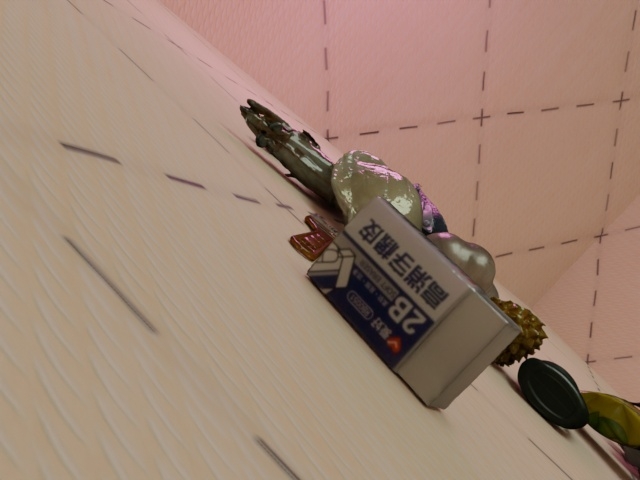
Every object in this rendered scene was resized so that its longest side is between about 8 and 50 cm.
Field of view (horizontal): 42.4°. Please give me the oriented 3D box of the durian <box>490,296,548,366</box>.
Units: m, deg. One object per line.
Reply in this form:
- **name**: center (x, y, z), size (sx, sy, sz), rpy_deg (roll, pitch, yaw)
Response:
- **durian**: center (0.290, 0.155, 1.432), size (0.224, 0.078, 0.140), rpy_deg (28, -32, -14)

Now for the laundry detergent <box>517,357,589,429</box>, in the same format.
- **laundry detergent**: center (0.415, 0.268, 1.452), size (0.144, 0.078, 0.222), rpy_deg (46, 7, 20)

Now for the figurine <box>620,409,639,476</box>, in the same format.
- **figurine**: center (0.692, 0.429, 1.684), size (0.176, 0.133, 0.236), rpy_deg (52, 6, 13)

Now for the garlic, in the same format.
- **garlic**: center (0.246, 0.058, 1.545), size (0.230, 0.142, 0.178), rpy_deg (29, 14, -20)

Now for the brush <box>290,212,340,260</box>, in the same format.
- **brush**: center (0.000, 0.000, 1.160), size (0.090, 0.017, 0.314), rpy_deg (39, 9, 4)

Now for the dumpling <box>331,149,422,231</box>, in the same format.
- **dumpling**: center (0.090, -0.062, 1.446), size (0.179, 0.131, 0.251), rpy_deg (10, 60, -38)

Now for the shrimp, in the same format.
- **shrimp**: center (-0.037, -0.151, 1.574), size (0.360, 0.085, 0.247), rpy_deg (39, -1, -36)

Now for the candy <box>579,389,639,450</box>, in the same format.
- **candy**: center (0.568, 0.341, 1.541), size (0.187, 0.081, 0.297), rpy_deg (26, -2, -44)

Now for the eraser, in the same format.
- **eraser**: center (0.096, 0.064, 0.888), size (0.210, 0.124, 0.068), rpy_deg (47, 9, 31)

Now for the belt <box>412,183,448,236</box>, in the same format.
- **belt**: center (0.214, -0.034, 1.948), size (0.218, 0.129, 0.122), rpy_deg (-120, -163, -59)

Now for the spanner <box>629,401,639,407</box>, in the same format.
- **spanner**: center (0.637, 0.351, 1.798), size (0.209, 0.012, 0.046), rpy_deg (5, -11, 15)
